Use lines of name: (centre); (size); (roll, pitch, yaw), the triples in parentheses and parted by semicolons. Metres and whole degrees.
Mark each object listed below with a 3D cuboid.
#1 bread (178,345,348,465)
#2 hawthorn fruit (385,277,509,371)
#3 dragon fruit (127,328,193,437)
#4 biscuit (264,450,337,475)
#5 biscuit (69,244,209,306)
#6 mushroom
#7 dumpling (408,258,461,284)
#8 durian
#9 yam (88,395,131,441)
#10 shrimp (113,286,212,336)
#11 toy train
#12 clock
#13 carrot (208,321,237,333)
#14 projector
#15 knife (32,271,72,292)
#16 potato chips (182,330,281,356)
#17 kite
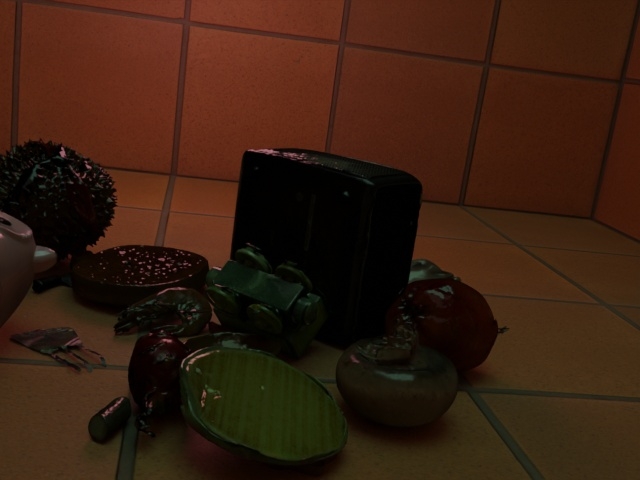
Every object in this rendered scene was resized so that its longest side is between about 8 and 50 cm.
bread: (-0.094, 0.268, 1.285); (0.301, 0.045, 0.301); (19, 21, -7)
hawthorn fruit: (0.287, 0.188, 1.697); (0.299, 0.211, 0.211); (11, 11, -30)
dragon fruit: (-0.273, 0.245, 1.321); (0.125, 0.125, 0.246); (26, 17, -11)
biscuit: (-0.031, 0.339, 1.264); (0.140, 0.023, 0.118); (-1, 16, -35)
biscuit: (-0.455, 0.086, 1.941); (0.350, 0.070, 0.394); (9, 13, 15)
mushroom: (0.140, 0.240, 1.437); (0.226, 0.178, 0.226); (2, 6, 0)
dumpling: (0.247, 0.126, 2.108); (0.247, 0.142, 0.172); (-1, -20, -10)
durian: (-0.704, -0.093, 2.004); (0.384, 0.348, 0.347); (-11, 23, -40)
yam: (-0.337, 0.285, 1.267); (0.043, 0.043, 0.094); (11, 13, 14)
shrimp: (-0.337, 0.167, 1.711); (0.236, 0.053, 0.133); (-16, 62, -43)
toy train: (-0.117, 0.132, 1.673); (0.271, 0.188, 0.159); (18, 57, 31)
clock: (-0.718, 0.076, 1.466); (0.368, 0.251, 0.376); (14, 22, 27)
carrot: (-0.213, 0.198, 1.707); (0.035, 0.035, 0.142); (-2, 13, -35)
projector: (0.000, 0.000, 1.858); (0.405, 0.395, 0.242); (18, 16, 36)
knife: (-0.611, 0.096, 1.922); (0.060, 0.028, 0.230); (24, 14, 12)
potato chips: (-0.176, 0.232, 1.528); (0.195, 0.062, 0.208); (6, 14, 4)
kite: (-0.500, 0.208, 1.544); (0.229, 0.016, 0.127); (19, 21, 39)
